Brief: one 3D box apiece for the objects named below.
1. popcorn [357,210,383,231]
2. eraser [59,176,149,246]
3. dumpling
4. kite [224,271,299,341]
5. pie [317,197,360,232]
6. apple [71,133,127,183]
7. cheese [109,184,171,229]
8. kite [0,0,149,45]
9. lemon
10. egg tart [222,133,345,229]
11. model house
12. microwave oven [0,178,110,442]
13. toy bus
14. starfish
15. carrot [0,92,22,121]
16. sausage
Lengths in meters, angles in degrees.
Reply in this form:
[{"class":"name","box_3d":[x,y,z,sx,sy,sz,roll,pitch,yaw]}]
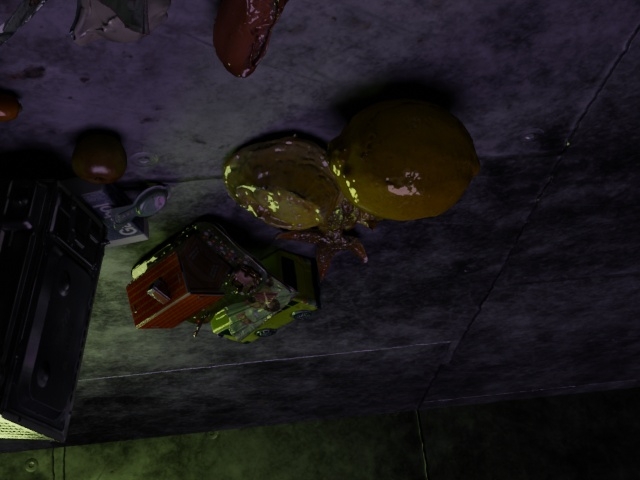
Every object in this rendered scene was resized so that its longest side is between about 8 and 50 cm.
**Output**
[{"class":"popcorn","box_3d":[0.097,-0.054,1.708,0.084,0.084,0.084,-6,155,-3]},{"class":"eraser","box_3d":[-0.398,-0.054,1.607,0.092,0.046,0.212,-11,155,9]},{"class":"dumpling","box_3d":[-0.230,-0.303,1.083,0.188,0.108,0.127,-45,162,28]},{"class":"kite","box_3d":[-0.174,0.109,1.859,0.268,0.013,0.322,3,129,15]},{"class":"pie","box_3d":[0.033,-0.063,1.679,0.092,0.034,0.170,20,145,8]},{"class":"apple","box_3d":[-0.361,-0.131,1.424,0.090,0.074,0.089,-5,156,-2]},{"class":"cheese","box_3d":[-0.323,-0.063,1.581,0.121,0.026,0.067,-30,145,-22]},{"class":"kite","box_3d":[-0.291,-0.309,0.999,0.229,0.012,0.250,43,102,-14]},{"class":"lemon","box_3d":[0.134,-0.130,1.421,0.260,0.204,0.204,2,153,-14]},{"class":"egg tart","box_3d":[-0.061,-0.085,1.558,0.232,0.098,0.252,1,147,0]},{"class":"model house","box_3d":[-0.271,0.113,1.777,0.207,0.154,0.294,44,131,-18]},{"class":"microwave oven","box_3d":[-0.571,0.111,1.448,0.333,0.394,0.247,-1,157,14]},{"class":"toy bus","box_3d":[-0.134,0.132,1.978,0.262,0.128,0.150,-29,146,35]},{"class":"starfish","box_3d":[-0.002,-0.001,1.832,0.138,0.050,0.247,-21,140,22]},{"class":"carrot","box_3d":[-0.562,-0.202,1.262,0.248,0.043,0.043,3,153,-18]},{"class":"sausage","box_3d":[-0.066,-0.320,1.106,0.087,0.079,0.326,21,145,-20]}]
